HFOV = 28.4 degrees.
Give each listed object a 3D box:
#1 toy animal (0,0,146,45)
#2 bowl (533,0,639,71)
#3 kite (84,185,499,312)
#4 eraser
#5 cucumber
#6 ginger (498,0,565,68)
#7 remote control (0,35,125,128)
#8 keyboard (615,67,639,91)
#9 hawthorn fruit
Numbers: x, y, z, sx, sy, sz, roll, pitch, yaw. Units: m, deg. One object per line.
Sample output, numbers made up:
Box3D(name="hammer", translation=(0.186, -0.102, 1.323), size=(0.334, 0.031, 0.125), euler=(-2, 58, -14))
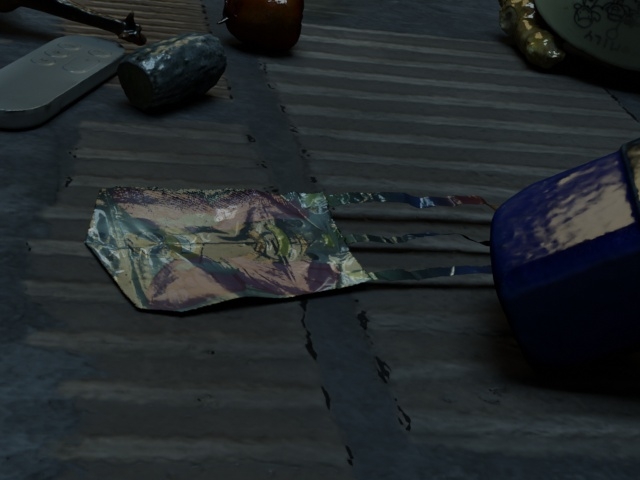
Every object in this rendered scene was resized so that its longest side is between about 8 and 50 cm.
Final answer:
Box3D(name="toy animal", translation=(-0.310, -0.260, 1.322), size=(0.224, 0.066, 0.229), euler=(28, -8, -35))
Box3D(name="bowl", translation=(0.379, -0.317, 1.494), size=(0.237, 0.126, 0.238), euler=(5, 44, -5))
Box3D(name="kite", translation=(0.001, -0.003, 0.972), size=(0.360, 0.022, 0.204), euler=(-1, 28, -19))
Box3D(name="eraser", translation=(0.279, -0.026, 0.838), size=(0.332, 0.102, 0.155), euler=(-21, 24, 16))
Box3D(name="cucumber", translation=(-0.140, -0.161, 1.198), size=(0.064, 0.064, 0.112), euler=(22, 30, 24))
Box3D(name="ginger", translation=(0.275, -0.256, 1.545), size=(0.096, 0.067, 0.165), euler=(7, 40, -17))
Box3D(name="remote control", translation=(-0.254, -0.152, 1.188), size=(0.077, 0.022, 0.245), euler=(12, 25, 11))
Box3D(name="keyboard", translation=(0.404, -0.170, 1.456), size=(0.072, 0.023, 0.231), euler=(10, 25, -16))
Box3D(name="hawthorn fruit", translation=(-0.066, -0.250, 1.393), size=(0.093, 0.081, 0.081), euler=(7, 26, -4))
